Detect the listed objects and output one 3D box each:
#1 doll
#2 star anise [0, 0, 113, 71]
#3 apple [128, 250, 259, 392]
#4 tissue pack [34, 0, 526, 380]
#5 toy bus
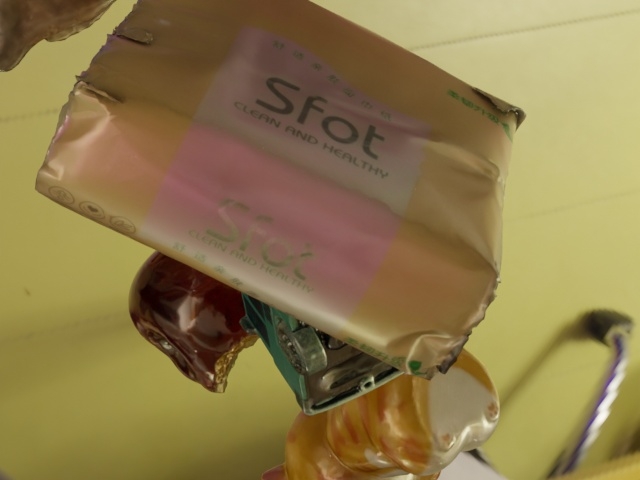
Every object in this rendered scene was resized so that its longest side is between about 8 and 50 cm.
[{"bbox_3d":[0.067,0.201,1.508,0.166,0.162,0.269,-15,152,-43],"label":"doll"},{"bbox_3d":[-0.091,-0.167,0.684,0.208,0.172,0.063,-39,106,15],"label":"star anise"},{"bbox_3d":[-0.099,0.051,1.389,0.158,0.156,0.147,-46,106,-15],"label":"apple"},{"bbox_3d":[-0.016,-0.050,0.855,0.256,0.215,0.123,24,125,-5],"label":"tissue pack"},{"bbox_3d":[0.000,0.000,1.094,0.128,0.147,0.256,-24,139,-15],"label":"toy bus"}]
